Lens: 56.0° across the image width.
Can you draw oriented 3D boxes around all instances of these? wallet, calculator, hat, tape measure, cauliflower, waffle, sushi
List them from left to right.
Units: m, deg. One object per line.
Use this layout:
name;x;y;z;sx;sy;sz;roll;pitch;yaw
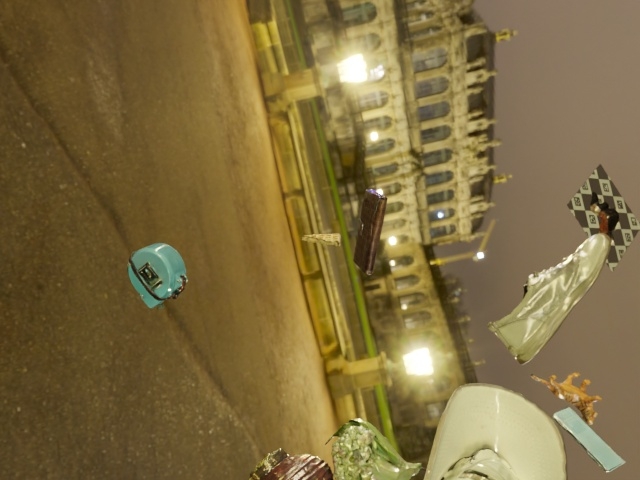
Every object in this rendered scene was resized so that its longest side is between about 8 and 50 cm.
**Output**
tape measure;-0.368;0.073;1.366;0.146;0.125;0.081;54;28;2
waffle;0.000;0.000;2.224;0.097;0.153;0.023;-71;157;-71
wallet;0.142;-0.027;1.741;0.124;0.042;0.230;-130;-135;-67
cauliflower;0.162;0.655;1.781;0.239;0.316;0.256;-43;133;-45
hat;0.225;0.366;0.908;0.168;0.258;0.301;161;-63;-76
calculator;0.605;0.451;1.370;0.172;0.057;0.018;49;-26;49
sushi;0.753;-0.059;1.631;0.219;0.231;0.047;54;-34;-6

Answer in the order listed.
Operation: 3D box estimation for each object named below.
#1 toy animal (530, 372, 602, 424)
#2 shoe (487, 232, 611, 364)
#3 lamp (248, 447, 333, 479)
toy animal;0.857;0.526;2.116;0.114;0.255;0.116;-42;155;-61
shoe;0.414;0.091;1.077;0.098;0.275;0.103;39;-3;14
lamp;-0.076;0.659;1.569;0.247;0.247;0.246;-13;90;-86
